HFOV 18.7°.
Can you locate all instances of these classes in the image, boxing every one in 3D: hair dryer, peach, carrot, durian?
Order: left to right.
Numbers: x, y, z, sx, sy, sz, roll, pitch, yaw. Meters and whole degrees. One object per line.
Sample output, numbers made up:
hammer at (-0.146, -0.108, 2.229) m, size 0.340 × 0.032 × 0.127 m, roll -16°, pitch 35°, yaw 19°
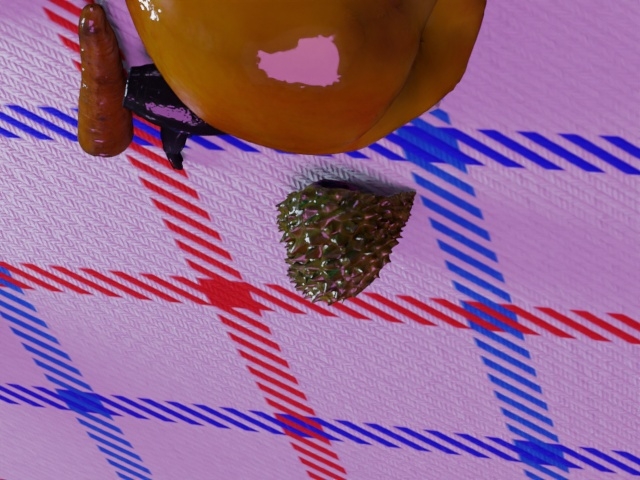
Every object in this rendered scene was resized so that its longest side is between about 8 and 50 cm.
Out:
carrot at (-0.225, -0.171, 1.988) m, size 0.061 × 0.061 × 0.209 m, roll 13°, pitch 146°, yaw 7°
hair dryer at (-0.120, -0.114, 2.035) m, size 0.195 × 0.075 × 0.219 m, roll 12°, pitch 161°, yaw -10°
peach at (-0.022, -0.230, 1.576) m, size 0.308 × 0.289 × 0.289 m, roll 35°, pitch 155°, yaw 19°
durian at (-0.002, -0.003, 2.081) m, size 0.108 × 0.119 × 0.187 m, roll 32°, pitch 148°, yaw -31°

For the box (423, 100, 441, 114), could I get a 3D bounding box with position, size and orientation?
box at (-0.023, -0.195, 1.826) m, size 0.256 × 0.069 × 0.164 m, roll 35°, pitch 145°, yaw -29°
